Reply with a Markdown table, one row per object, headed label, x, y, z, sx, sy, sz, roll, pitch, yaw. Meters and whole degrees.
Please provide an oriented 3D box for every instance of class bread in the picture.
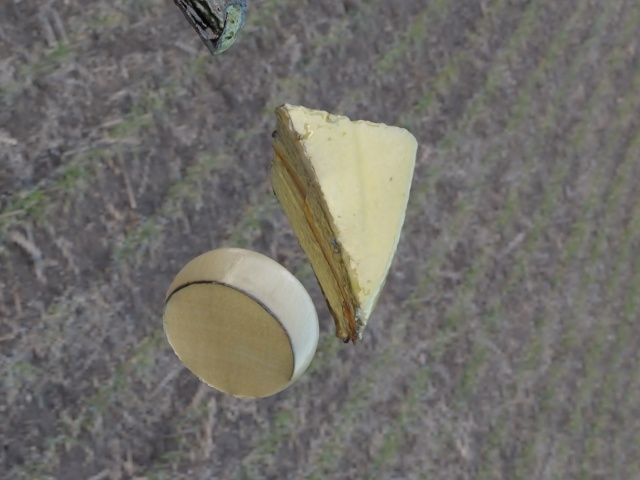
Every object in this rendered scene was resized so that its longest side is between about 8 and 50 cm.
| label | x | y | z | sx | sy | sz | roll | pitch | yaw |
| --- | --- | --- | --- | --- | --- | --- | --- | --- | --- |
| bread | 0.000 | 0.000 | 1.095 | 0.240 | 0.135 | 0.178 | 111 | -9 | -75 |

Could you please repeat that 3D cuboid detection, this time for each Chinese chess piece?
| label | x | y | z | sx | sy | sz | roll | pitch | yaw |
| --- | --- | --- | --- | --- | --- | --- | --- | --- | --- |
| Chinese chess piece | -0.126 | 0.131 | 1.819 | 0.103 | 0.250 | 0.250 | -53 | 125 | -49 |

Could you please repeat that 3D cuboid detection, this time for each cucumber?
| label | x | y | z | sx | sy | sz | roll | pitch | yaw |
| --- | --- | --- | --- | --- | --- | --- | --- | --- | --- |
| cucumber | -0.169 | -0.315 | 1.264 | 0.245 | 0.067 | 0.067 | 50 | 33 | 0 |
